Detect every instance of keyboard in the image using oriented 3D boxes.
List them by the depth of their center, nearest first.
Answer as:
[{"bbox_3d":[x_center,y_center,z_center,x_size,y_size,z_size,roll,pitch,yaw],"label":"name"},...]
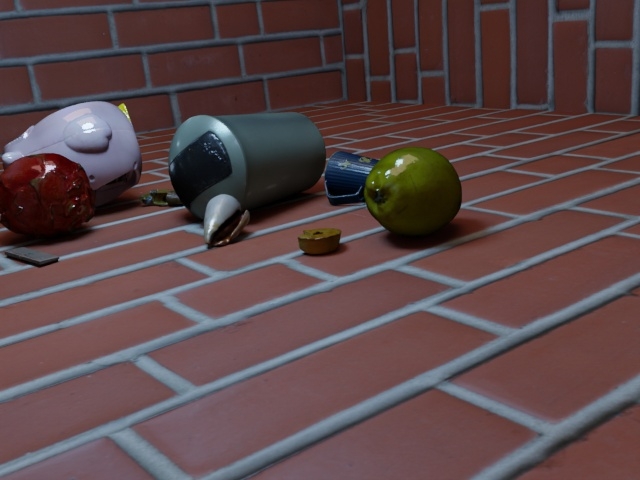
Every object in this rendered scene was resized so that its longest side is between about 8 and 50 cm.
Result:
[{"bbox_3d":[-0.683,0.038,1.775,0.166,0.017,0.055,10,17,40],"label":"keyboard"}]

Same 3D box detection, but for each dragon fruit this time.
[{"bbox_3d":[-0.709,-0.115,1.943,0.252,0.241,0.241,5,19,41],"label":"dragon fruit"}]

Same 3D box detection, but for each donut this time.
[{"bbox_3d":[0.000,0.000,1.666,0.097,0.043,0.108,0,16,17],"label":"donut"}]

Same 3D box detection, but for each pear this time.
[{"bbox_3d":[0.211,-0.110,1.698,0.212,0.212,0.269,11,13,42],"label":"pear"}]

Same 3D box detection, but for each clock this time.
[{"bbox_3d":[-0.717,-0.222,2.186,0.377,0.250,0.368,-20,-7,-24],"label":"clock"}]

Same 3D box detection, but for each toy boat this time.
[{"bbox_3d":[-0.462,-0.126,2.211,0.149,0.047,0.049,1,17,16],"label":"toy boat"}]

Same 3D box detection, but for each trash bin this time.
[{"bbox_3d":[-0.206,-0.215,2.063,0.280,0.280,0.432,8,17,36],"label":"trash bin"}]

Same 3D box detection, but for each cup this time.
[{"bbox_3d":[0.099,-0.161,2.079,0.155,0.131,0.176,12,52,35],"label":"cup"}]

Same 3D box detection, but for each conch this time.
[{"bbox_3d":[-0.233,-0.048,1.814,0.104,0.094,0.176,36,17,-12],"label":"conch"}]
